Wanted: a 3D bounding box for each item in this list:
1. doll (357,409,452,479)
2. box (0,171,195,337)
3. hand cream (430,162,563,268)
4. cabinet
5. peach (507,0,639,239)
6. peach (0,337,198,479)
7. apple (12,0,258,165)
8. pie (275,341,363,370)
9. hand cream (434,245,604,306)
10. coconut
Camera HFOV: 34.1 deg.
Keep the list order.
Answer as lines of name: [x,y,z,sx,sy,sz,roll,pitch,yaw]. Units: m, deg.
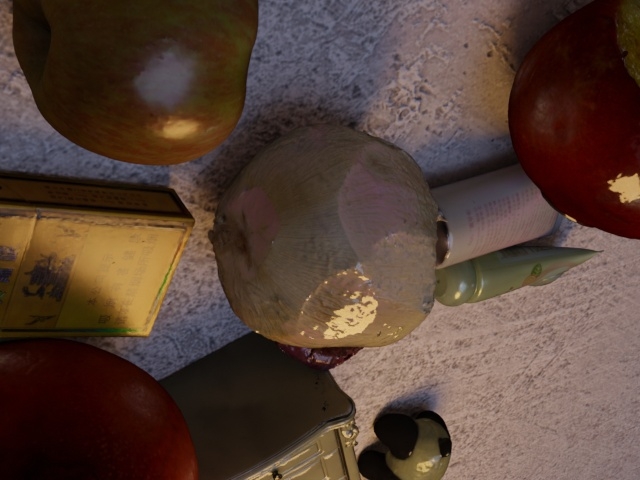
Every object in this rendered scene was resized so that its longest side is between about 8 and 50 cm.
doll: [0.162,0.418,1.937,0.143,0.135,0.234,0,128,-33]
box: [-0.328,0.022,1.286,0.301,0.084,0.193,4,121,-38]
hand cream: [0.284,-0.051,1.662,0.358,0.118,0.186,-16,130,-35]
cabinet: [-0.098,0.350,1.621,0.289,0.227,0.318,-28,137,-16]
peach: [0.450,-0.161,1.511,0.405,0.335,0.310,2,142,-45]
peach: [-0.334,0.307,1.285,0.388,0.388,0.388,-19,134,-22]
apple: [-0.194,-0.208,1.072,0.264,0.264,0.264,-19,134,-22]
pie: [-0.001,0.099,1.539,0.182,0.183,0.049,-10,171,-29]
hand cream: [0.320,0.045,1.762,0.305,0.093,0.147,-9,174,-29]
coconut: [0.000,0.000,1.349,0.254,0.297,0.297,20,112,-47]
